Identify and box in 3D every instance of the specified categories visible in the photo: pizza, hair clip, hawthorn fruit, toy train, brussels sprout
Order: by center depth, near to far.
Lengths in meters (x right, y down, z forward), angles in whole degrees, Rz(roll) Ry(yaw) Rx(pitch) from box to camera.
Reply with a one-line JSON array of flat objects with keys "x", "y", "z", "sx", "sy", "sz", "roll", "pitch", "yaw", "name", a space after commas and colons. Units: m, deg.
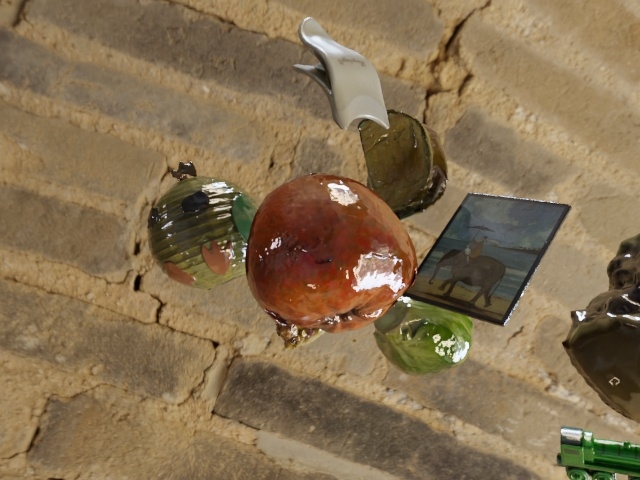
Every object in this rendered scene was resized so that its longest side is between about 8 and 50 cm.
[{"x": 0.000, "y": 0.000, "z": 0.866, "sx": 0.276, "sy": 0.276, "sz": 0.307, "roll": -11, "pitch": -126, "yaw": -18, "name": "hawthorn fruit"}, {"x": -0.023, "y": 0.141, "z": 1.056, "sx": 0.127, "sy": 0.246, "sz": 0.058, "roll": 26, "pitch": -149, "yaw": -18, "name": "pizza"}, {"x": 0.621, "y": 0.454, "z": 1.087, "sx": 0.085, "sy": 0.251, "sz": 0.119, "roll": -49, "pitch": -50, "yaw": -52, "name": "toy train"}, {"x": 0.038, "y": -0.370, "z": 1.167, "sx": 0.173, "sy": 0.113, "sz": 0.282, "roll": -13, "pitch": -127, "yaw": -46, "name": "hair clip"}, {"x": 0.248, "y": 0.228, "z": 1.328, "sx": 0.271, "sy": 0.220, "sz": 0.210, "roll": 29, "pitch": -123, "yaw": -33, "name": "brussels sprout"}]

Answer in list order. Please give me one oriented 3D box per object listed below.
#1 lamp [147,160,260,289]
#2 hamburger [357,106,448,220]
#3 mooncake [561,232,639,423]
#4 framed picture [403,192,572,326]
[{"x": -0.244, "y": -0.041, "z": 1.112, "sx": 0.250, "sy": 0.250, "sz": 0.284, "roll": -18, "pitch": -94, "yaw": -20, "name": "lamp"}, {"x": 0.211, "y": -0.196, "z": 1.330, "sx": 0.211, "sy": 0.132, "sz": 0.308, "roll": -10, "pitch": -105, "yaw": 9, "name": "hamburger"}, {"x": 0.631, "y": 0.135, "z": 0.955, "sx": 0.394, "sy": 0.246, "sz": 0.393, "roll": 8, "pitch": -118, "yaw": -26, "name": "mooncake"}, {"x": 0.372, "y": 0.025, "z": 1.200, "sx": 0.347, "sy": 0.265, "sz": 0.016, "roll": -51, "pitch": -51, "yaw": -22, "name": "framed picture"}]
